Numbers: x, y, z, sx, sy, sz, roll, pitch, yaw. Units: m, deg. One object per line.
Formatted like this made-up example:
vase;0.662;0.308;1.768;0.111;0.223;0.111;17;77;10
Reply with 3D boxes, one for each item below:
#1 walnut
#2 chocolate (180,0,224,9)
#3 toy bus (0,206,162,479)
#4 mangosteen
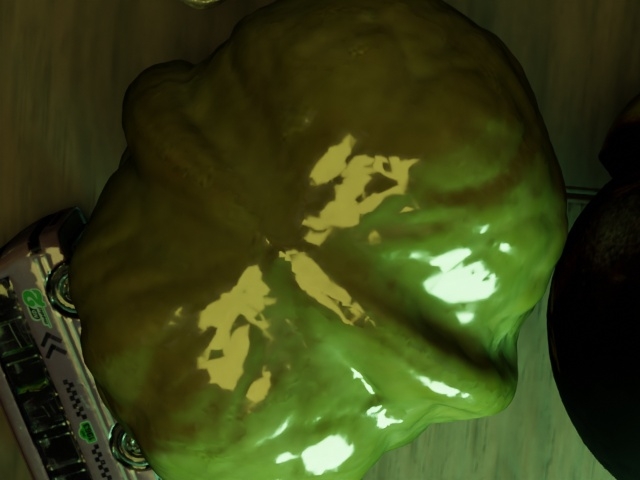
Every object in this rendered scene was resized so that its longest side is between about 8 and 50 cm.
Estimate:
walnut;-0.002;0.001;1.052;0.282;0.277;0.253;-23;88;9
chocolate;-0.118;-0.257;1.097;0.254;0.080;0.157;35;88;-12
toy bus;-0.152;0.077;1.161;0.098;0.087;0.178;-18;103;10
mangosteen;0.261;0.020;1.083;0.275;0.275;0.302;0;70;0
